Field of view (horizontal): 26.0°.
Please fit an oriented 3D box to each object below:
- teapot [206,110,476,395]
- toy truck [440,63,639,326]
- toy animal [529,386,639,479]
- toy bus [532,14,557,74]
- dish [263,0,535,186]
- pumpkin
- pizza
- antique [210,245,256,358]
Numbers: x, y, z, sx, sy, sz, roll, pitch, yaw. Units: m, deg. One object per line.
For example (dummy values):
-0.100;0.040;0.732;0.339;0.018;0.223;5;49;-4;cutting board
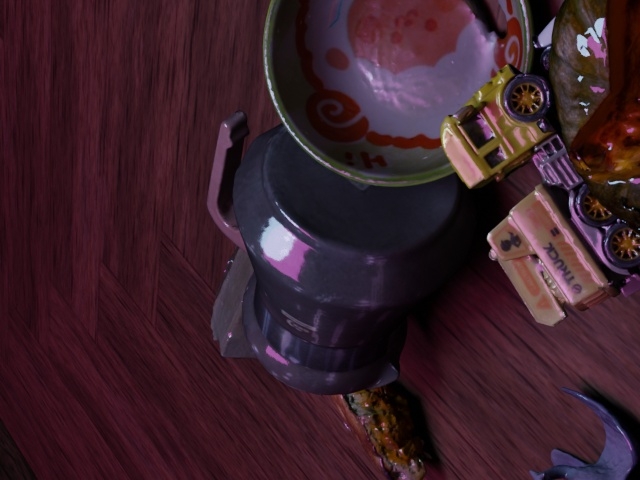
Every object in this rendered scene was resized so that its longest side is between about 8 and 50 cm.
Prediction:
0.000;0.000;1.814;0.376;0.305;0.362;40;147;18;teapot
0.232;-0.043;1.476;0.272;0.157;0.124;57;-168;5;toy truck
0.337;0.302;1.629;0.255;0.176;0.239;-85;-9;-74;toy animal
0.308;-0.163;1.430;0.194;0.087;0.089;61;143;19;toy bus
0.103;-0.226;1.637;0.324;0.124;0.324;1;94;19;dish
0.349;-0.139;1.230;0.320;0.192;0.321;17;120;32;pumpkin
0.068;0.229;2.034;0.305;0.085;0.161;56;168;31;pizza
-0.066;0.045;2.108;0.125;0.150;0.284;-111;30;-49;antique
